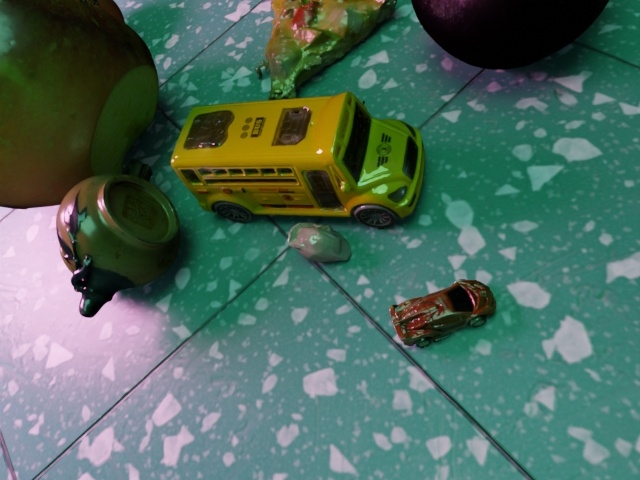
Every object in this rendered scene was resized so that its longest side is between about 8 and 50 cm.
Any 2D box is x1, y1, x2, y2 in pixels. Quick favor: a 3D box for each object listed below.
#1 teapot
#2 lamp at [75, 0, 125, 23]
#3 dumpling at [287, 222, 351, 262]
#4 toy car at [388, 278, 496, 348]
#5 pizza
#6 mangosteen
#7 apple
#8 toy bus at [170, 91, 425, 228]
[{"bbox_3d":[-0.312,-0.008,0.756,0.183,0.173,0.269,-37,42,28],"label":"teapot"},{"bbox_3d":[-0.514,-0.439,1.038,0.224,0.196,0.223,12,46,-13],"label":"lamp"},{"bbox_3d":[0.000,-0.001,0.686,0.076,0.052,0.057,-1,67,18],"label":"dumpling"},{"bbox_3d":[0.145,0.083,0.596,0.122,0.035,0.059,-23,53,9],"label":"toy car"},{"bbox_3d":[-0.015,-0.359,0.878,0.280,0.075,0.287,11,67,26],"label":"pizza"},{"bbox_3d":[0.278,-0.373,0.696,0.303,0.274,0.275,-19,49,-34],"label":"mangosteen"},{"bbox_3d":[-0.457,-0.224,0.821,0.375,0.384,0.373,-1,88,31],"label":"apple"},{"bbox_3d":[-0.029,-0.116,0.703,0.331,0.152,0.144,2,62,22],"label":"toy bus"}]
